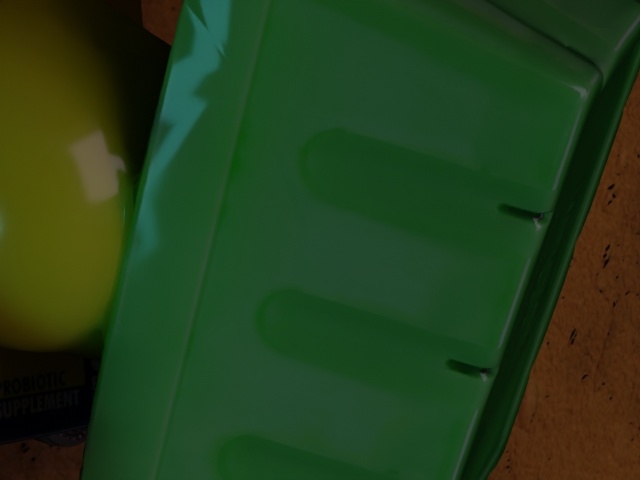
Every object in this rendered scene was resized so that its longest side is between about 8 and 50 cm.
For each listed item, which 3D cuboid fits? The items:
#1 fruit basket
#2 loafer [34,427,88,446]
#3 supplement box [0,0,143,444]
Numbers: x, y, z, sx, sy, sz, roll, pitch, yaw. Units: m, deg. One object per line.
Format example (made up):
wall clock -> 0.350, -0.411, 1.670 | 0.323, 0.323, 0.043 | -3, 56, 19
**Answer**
fruit basket -> -0.065, -0.030, 0.856 | 0.283, 0.392, 0.392 | -47, 122, -58
loafer -> -0.165, 0.069, 1.162 | 0.056, 0.050, 0.148 | 49, 42, -36
supplement box -> -0.226, -0.067, 1.001 | 0.194, 0.195, 0.356 | -8, 94, -44
